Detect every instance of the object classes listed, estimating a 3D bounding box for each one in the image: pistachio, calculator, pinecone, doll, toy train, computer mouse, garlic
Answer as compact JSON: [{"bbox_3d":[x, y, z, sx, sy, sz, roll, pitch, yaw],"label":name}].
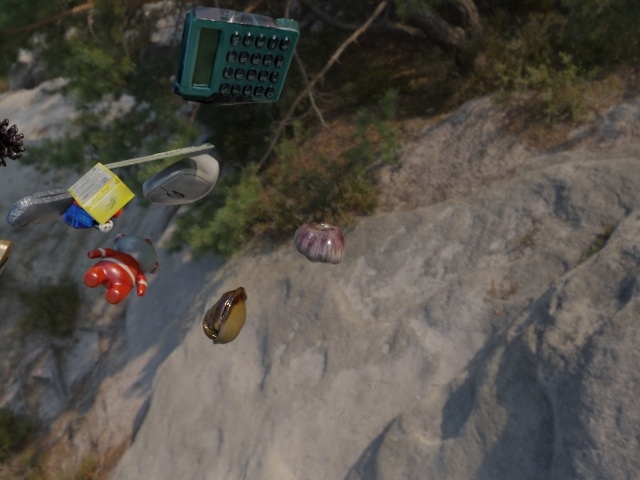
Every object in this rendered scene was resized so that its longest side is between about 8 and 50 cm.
[{"bbox_3d":[-0.306,0.244,1.937,0.210,0.130,0.165,-60,-2,-23],"label":"pistachio"},{"bbox_3d":[-0.194,-0.417,1.377,0.248,0.274,0.058,120,144,-52],"label":"calculator"},{"bbox_3d":[-0.807,-0.245,1.464,0.140,0.120,0.140,2,93,40],"label":"pinecone"},{"bbox_3d":[-0.586,0.069,1.772,0.105,0.199,0.336,-46,12,23],"label":"doll"},{"bbox_3d":[-0.747,-0.091,1.919,0.204,0.082,0.131,23,105,33],"label":"toy train"},{"bbox_3d":[-0.410,-0.172,1.782,0.184,0.121,0.297,-27,9,15],"label":"computer mouse"},{"bbox_3d":[0.000,0.000,1.647,0.159,0.147,0.102,45,137,46],"label":"garlic"}]

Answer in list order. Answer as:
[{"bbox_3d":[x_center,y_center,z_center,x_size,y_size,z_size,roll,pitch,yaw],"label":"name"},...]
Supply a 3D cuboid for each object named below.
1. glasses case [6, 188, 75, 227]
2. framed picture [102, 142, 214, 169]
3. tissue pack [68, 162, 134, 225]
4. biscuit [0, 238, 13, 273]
[{"bbox_3d":[-0.827,-0.098,1.752,0.109,0.067,0.282,-44,4,12],"label":"glasses case"},{"bbox_3d":[-0.440,-0.221,1.543,0.296,0.019,0.232,-15,12,-18],"label":"framed picture"},{"bbox_3d":[-0.477,-0.103,1.272,0.095,0.062,0.176,-46,33,-12],"label":"tissue pack"},{"bbox_3d":[-0.857,0.130,1.447,0.183,0.047,0.320,-53,14,45],"label":"biscuit"}]
